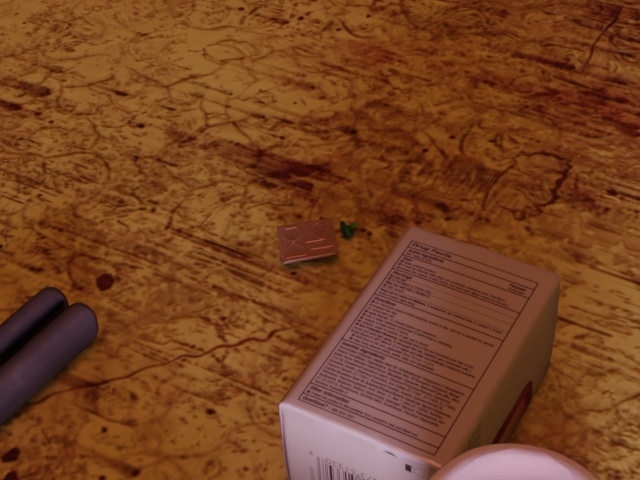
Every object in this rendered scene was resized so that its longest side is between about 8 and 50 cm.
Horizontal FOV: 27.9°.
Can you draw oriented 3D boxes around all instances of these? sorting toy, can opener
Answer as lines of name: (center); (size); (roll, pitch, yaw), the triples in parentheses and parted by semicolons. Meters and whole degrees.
sorting toy: (0.000, 0.000, 1.295); (0.083, 0.012, 0.062); (-9, 39, -1)
can opener: (-0.315, 0.128, 1.126); (0.076, 0.095, 0.283); (26, 51, 26)

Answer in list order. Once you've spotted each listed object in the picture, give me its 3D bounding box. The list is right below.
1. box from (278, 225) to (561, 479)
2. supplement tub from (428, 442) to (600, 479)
box: (0.087, 0.121, 1.080); (0.149, 0.127, 0.232); (20, 48, 23)
supplement tub: (0.132, 0.252, 0.887); (0.144, 0.199, 0.144); (-3, 44, 3)
